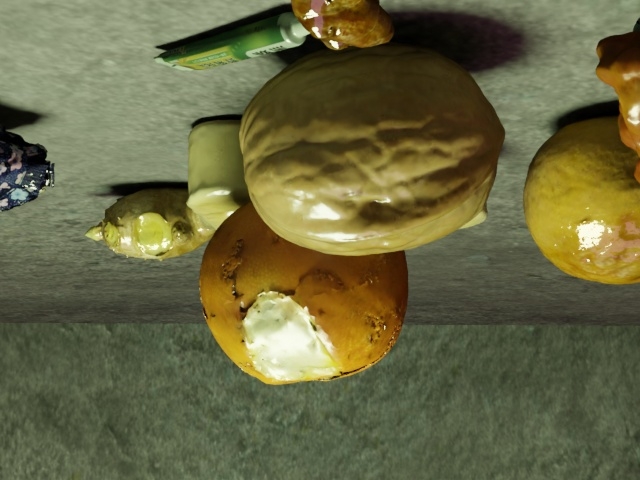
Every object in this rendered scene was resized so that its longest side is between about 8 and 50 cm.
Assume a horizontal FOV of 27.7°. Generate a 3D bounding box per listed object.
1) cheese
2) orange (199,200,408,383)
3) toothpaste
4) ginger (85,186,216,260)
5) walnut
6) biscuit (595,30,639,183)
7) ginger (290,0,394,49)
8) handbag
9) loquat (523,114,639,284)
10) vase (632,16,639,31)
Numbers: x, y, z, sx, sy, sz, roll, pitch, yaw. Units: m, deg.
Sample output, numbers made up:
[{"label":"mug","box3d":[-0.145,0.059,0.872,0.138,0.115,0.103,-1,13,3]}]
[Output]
[{"label":"cheese","box3d":[-0.008,-0.055,1.689,0.384,0.104,0.384,-1,167,0]},{"label":"orange","box3d":[-0.017,0.051,1.447,0.240,0.240,0.240,0,169,0]},{"label":"toothpaste","box3d":[-0.077,-0.185,1.221,0.204,0.031,0.049,-7,167,44]},{"label":"ginger","box3d":[-0.234,-0.027,1.859,0.216,0.102,0.157,-6,-165,5]},{"label":"walnut","box3d":[0.050,-0.087,1.267,0.261,0.224,0.225,-7,168,10]},{"label":"biscuit","box3d":[0.407,-0.098,1.104,0.318,0.110,0.312,2,166,20]},{"label":"ginger","box3d":[0.023,-0.193,0.985,0.073,0.103,0.162,8,172,8]},{"label":"handbag","box3d":[-0.437,-0.087,1.481,0.229,0.126,0.208,-6,174,27]},{"label":"loquat","box3d":[0.346,-0.046,1.507,0.238,0.193,0.238,-7,171,-1]},{"label":"vase","box3d":[0.323,-0.194,1.091,0.059,0.059,0.167,2,169,-12]}]
